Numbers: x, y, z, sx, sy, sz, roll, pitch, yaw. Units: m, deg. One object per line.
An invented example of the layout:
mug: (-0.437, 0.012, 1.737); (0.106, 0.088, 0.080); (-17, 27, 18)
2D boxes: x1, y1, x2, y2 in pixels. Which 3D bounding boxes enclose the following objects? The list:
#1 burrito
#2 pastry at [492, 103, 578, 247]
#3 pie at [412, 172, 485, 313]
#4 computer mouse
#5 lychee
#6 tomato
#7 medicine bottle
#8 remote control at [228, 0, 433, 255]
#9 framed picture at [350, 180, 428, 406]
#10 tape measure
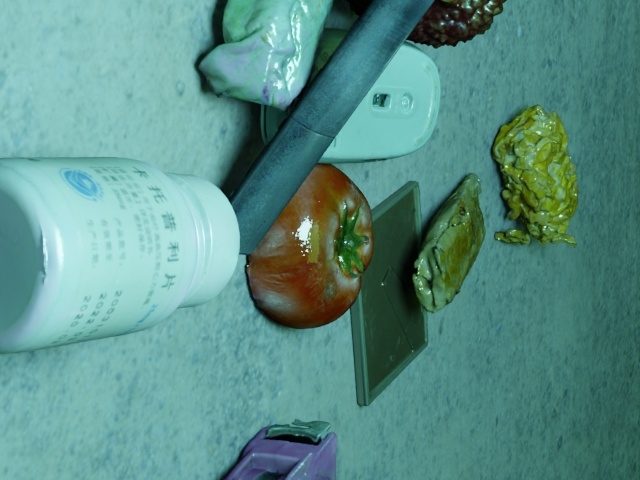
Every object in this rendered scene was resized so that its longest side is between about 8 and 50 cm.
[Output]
burrito: (-0.042, -0.255, 1.590); (0.144, 0.089, 0.229); (17, 79, -24)
pastry: (0.341, -0.083, 2.308); (0.154, 0.102, 0.250); (-53, 141, -36)
pie: (0.189, 0.001, 2.094); (0.282, 0.068, 0.129); (-50, 138, -58)
computer mouse: (0.028, -0.174, 1.758); (0.288, 0.097, 0.159); (-2, 104, -40)
lychee: (0.125, -0.353, 1.739); (0.271, 0.236, 0.236); (-92, 169, -52)
tomato: (0.001, 0.001, 1.783); (0.225, 0.085, 0.225); (-18, 111, -55)
medicine bottle: (-0.210, 0.008, 1.339); (0.293, 0.170, 0.170); (-4, 102, -59)
remote control: (0.004, -0.144, 1.610); (0.377, 0.044, 0.107); (-54, 157, 11)
framed picture: (0.096, 0.071, 2.026); (0.192, 0.018, 0.265); (-36, 128, -50)
tape measure: (-0.052, 0.366, 1.752); (0.245, 0.149, 0.232); (-40, 129, -57)
